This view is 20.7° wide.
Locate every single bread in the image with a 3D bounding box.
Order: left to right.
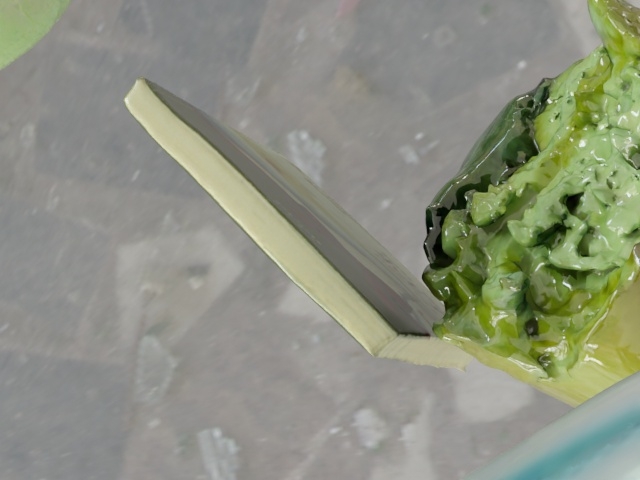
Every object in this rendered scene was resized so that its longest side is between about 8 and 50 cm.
[{"bbox_3d":[0.257,0.019,1.045,0.377,0.208,0.251,29,36,-25],"label":"bread"}]

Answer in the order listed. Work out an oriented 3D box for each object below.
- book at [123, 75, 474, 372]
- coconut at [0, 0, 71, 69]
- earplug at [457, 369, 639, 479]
[{"bbox_3d":[0.000,0.000,1.026,0.201,0.289,0.026,44,96,13],"label":"book"},{"bbox_3d":[-0.316,-0.271,1.284,0.281,0.328,0.328,-4,81,8],"label":"coconut"},{"bbox_3d":[0.119,0.130,0.661,0.185,0.324,0.185,31,36,-26],"label":"earplug"}]
